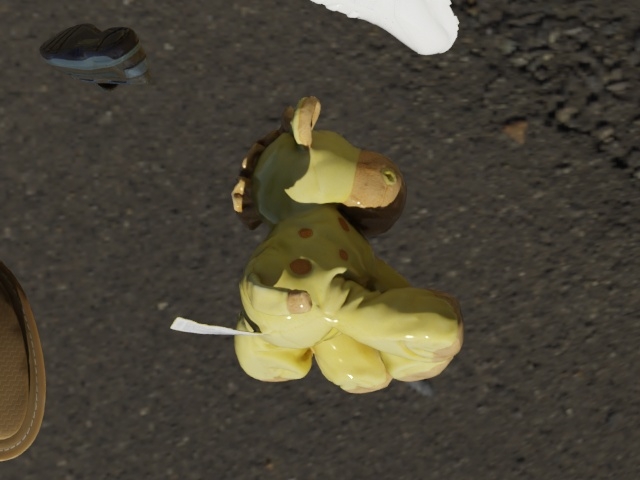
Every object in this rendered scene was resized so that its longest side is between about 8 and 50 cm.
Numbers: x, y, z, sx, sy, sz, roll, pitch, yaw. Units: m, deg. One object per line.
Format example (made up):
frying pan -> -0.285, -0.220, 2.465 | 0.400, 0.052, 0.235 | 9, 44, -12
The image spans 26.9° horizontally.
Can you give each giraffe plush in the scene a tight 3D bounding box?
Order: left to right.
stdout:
giraffe plush -> 0.000, 0.000, 0.950 | 0.181, 0.210, 0.170 | -23, 56, 49

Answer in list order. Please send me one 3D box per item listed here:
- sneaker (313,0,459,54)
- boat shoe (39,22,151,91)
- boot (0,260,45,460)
sneaker -> -0.002, -0.196, 0.878 | 0.095, 0.235, 0.090 | -45, 27, 5
boat shoe -> -0.256, -0.200, 1.521 | 0.190, 0.068, 0.072 | 18, 146, 53
boot -> -0.230, 0.041, 0.694 | 0.152, 0.073, 0.197 | -32, 86, 42
